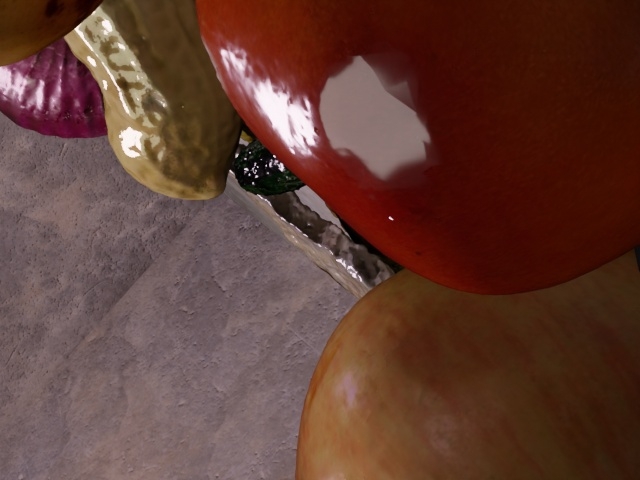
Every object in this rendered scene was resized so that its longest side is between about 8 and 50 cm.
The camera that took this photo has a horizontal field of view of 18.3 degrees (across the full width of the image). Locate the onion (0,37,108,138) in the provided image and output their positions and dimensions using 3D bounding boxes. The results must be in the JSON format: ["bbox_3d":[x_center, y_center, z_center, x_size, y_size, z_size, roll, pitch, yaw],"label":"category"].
[{"bbox_3d":[-0.269,-0.234,2.011,0.256,0.230,0.272,40,-177,30],"label":"onion"}]

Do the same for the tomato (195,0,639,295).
[{"bbox_3d":[0.057,-0.087,0.903,0.260,0.180,0.260,43,178,2],"label":"tomato"}]

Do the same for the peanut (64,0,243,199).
[{"bbox_3d":[-0.148,-0.167,1.726,0.147,0.147,0.305,33,149,63],"label":"peanut"}]

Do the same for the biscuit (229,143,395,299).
[{"bbox_3d":[0.003,0.003,1.828,0.250,0.032,0.133,39,172,31],"label":"biscuit"}]

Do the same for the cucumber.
[{"bbox_3d":[-0.010,-0.077,1.676,0.067,0.067,0.245,43,147,-19],"label":"cucumber"}]

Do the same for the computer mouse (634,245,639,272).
[{"bbox_3d":[0.266,0.059,0.944,0.183,0.116,0.323,39,178,-44],"label":"computer mouse"}]

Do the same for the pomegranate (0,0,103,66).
[{"bbox_3d":[-0.304,-0.265,1.517,0.319,0.319,0.319,41,176,4],"label":"pomegranate"}]

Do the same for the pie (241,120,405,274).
[{"bbox_3d":[0.008,-0.080,1.878,0.288,0.103,0.354,43,175,17],"label":"pie"}]

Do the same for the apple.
[{"bbox_3d":[0.166,0.179,1.327,0.391,0.391,0.346,46,-173,-43],"label":"apple"}]
